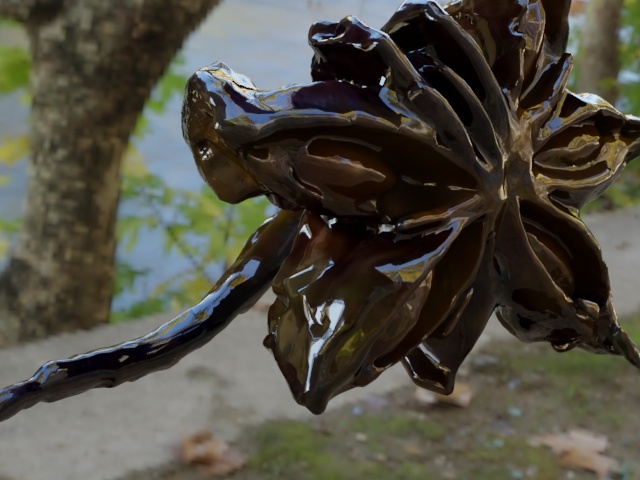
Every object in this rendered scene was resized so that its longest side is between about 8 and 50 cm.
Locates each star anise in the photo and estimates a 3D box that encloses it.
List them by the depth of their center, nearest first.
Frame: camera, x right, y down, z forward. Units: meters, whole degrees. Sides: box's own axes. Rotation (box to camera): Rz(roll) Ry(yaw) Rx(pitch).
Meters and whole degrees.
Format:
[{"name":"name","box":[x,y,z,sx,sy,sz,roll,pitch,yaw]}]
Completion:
[{"name":"star anise","box":[0.000,0.000,0.343,0.191,0.097,0.070,-24,23,-34]}]
